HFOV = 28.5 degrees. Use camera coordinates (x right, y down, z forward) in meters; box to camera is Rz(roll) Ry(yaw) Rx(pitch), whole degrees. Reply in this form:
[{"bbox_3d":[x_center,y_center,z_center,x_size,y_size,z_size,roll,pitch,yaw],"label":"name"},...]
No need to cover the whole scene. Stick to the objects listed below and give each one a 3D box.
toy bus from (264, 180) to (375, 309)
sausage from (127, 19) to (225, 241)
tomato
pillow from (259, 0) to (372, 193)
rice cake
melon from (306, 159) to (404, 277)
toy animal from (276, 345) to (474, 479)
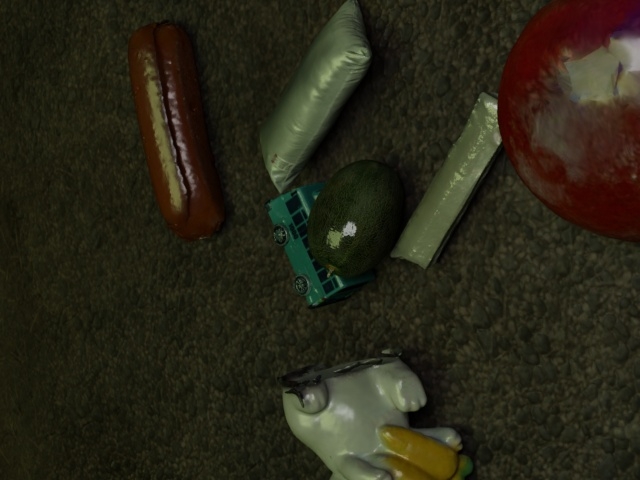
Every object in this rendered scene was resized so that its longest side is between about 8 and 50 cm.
[{"bbox_3d":[0.000,0.000,1.681,0.092,0.079,0.160,-34,75,41],"label":"toy bus"},{"bbox_3d":[-0.218,-0.159,1.854,0.102,0.102,0.330,-13,89,44],"label":"sausage"},{"bbox_3d":[0.319,-0.136,1.287,0.335,0.176,0.289,-20,86,43],"label":"tomato"},{"bbox_3d":[-0.007,-0.193,1.644,0.254,0.078,0.144,-56,21,36],"label":"pillow"},{"bbox_3d":[0.164,-0.068,1.527,0.057,0.052,0.256,27,121,0],"label":"rice cake"},{"bbox_3d":[0.044,-0.025,1.588,0.114,0.114,0.167,4,58,43],"label":"melon"},{"bbox_3d":[0.053,0.305,1.622,0.247,0.183,0.310,-7,98,49],"label":"toy animal"}]
